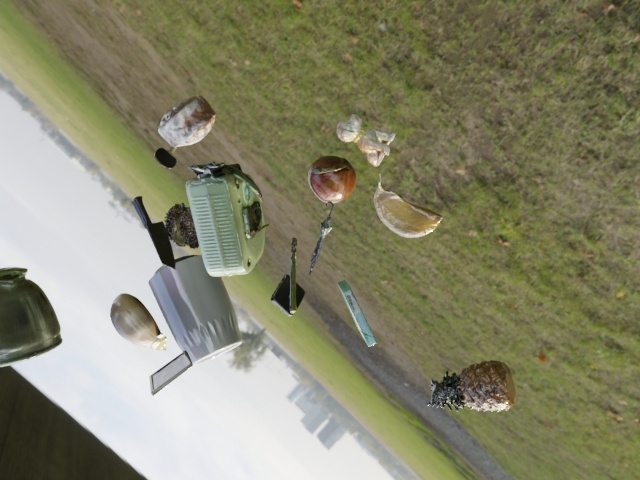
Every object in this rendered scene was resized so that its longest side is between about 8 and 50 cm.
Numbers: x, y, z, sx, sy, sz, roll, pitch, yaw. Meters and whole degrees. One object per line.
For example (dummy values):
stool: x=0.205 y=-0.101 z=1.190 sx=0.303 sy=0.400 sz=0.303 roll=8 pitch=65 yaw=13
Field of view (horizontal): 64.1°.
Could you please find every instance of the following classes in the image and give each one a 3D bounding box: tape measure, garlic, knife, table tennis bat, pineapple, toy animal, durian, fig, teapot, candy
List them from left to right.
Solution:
teapot: x=-0.812 y=0.182 z=1.316 sx=0.321 sy=0.239 sz=0.239 roll=2 pitch=101 yaw=63
garlic: x=-0.576 y=0.219 z=1.550 sx=0.266 sy=0.128 sz=0.148 roll=49 pitch=138 yaw=30
knife: x=-0.460 y=-0.021 z=1.442 sx=0.028 sy=0.060 sz=0.230 roll=-27 pitch=87 yaw=49
table tennis bat: x=-0.582 y=-0.327 z=1.953 sx=0.087 sy=0.013 sz=0.156 roll=39 pitch=-151 yaw=-18
durian: x=-0.515 y=-0.062 z=1.970 sx=0.196 sy=0.196 sz=0.167 roll=49 pitch=-150 yaw=-20
candy: x=-0.502 y=-0.445 z=1.933 sx=0.157 sy=0.214 sz=0.289 roll=50 pitch=171 yaw=-20
tape measure: x=-0.175 y=-0.064 z=1.033 sx=0.207 sy=0.115 sz=0.235 roll=-64 pitch=-33 yaw=-67
fig: x=0.049 y=-0.246 z=1.981 sx=0.205 sy=0.205 sz=0.205 roll=42 pitch=168 yaw=11
toy animal: x=0.130 y=-0.319 z=1.680 sx=0.185 sy=0.104 sz=0.184 roll=20 pitch=157 yaw=-5
garlic: x=0.328 y=-0.144 z=2.101 sx=0.338 sy=0.151 sz=0.196 roll=33 pitch=141 yaw=-11
pineapple: x=0.458 y=0.463 z=1.599 sx=0.278 sy=0.158 sz=0.158 roll=-16 pitch=129 yaw=30

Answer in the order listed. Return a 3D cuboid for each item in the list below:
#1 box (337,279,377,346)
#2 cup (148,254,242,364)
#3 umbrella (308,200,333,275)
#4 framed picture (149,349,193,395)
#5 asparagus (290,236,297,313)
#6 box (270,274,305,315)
box: x=0.135 y=0.270 z=1.923 sx=0.162 sy=0.041 sz=0.229 roll=-125 pitch=10 yaw=-79
cup: x=-0.453 y=0.251 z=1.889 sx=0.371 sy=0.253 sz=0.253 roll=63 pitch=171 yaw=10
umbrella: x=0.005 y=0.002 z=1.677 sx=0.044 sy=0.269 sz=0.044 roll=22 pitch=-160 yaw=22
framed picture: x=-0.490 y=0.427 z=1.665 sx=0.015 sy=0.150 sz=0.203 roll=57 pitch=164 yaw=-11
asparagus: x=-0.086 y=0.108 z=1.627 sx=0.025 sy=0.248 sz=0.024 roll=-8 pitch=159 yaw=21
box: x=-0.124 y=0.213 z=1.969 sx=0.027 sy=0.126 sz=0.125 roll=-8 pitch=132 yaw=48
